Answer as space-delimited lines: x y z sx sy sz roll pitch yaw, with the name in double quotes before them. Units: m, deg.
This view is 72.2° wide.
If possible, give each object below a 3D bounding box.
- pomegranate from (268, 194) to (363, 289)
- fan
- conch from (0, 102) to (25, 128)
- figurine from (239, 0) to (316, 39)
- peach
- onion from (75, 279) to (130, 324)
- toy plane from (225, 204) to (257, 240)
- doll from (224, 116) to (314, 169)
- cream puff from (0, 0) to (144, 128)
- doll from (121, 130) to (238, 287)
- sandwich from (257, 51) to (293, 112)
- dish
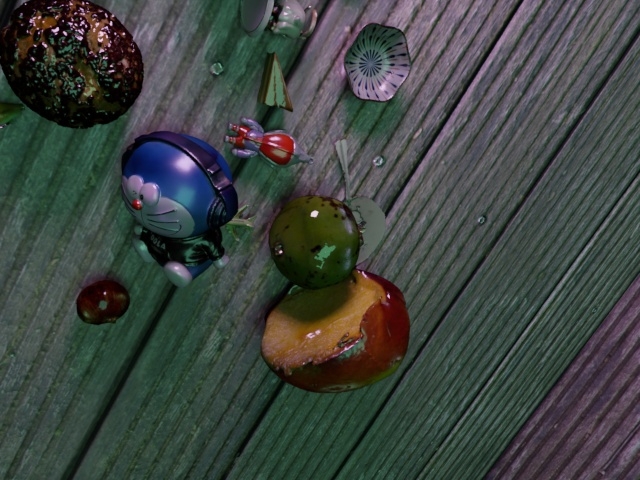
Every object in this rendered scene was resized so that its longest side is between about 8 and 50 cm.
"pomegranate" 0.000 0.000 1.151 0.271 0.254 0.254 -13 119 -23
"fan" 0.084 -0.096 1.272 0.233 0.012 0.414 -18 123 -17
"conch" -0.664 -0.234 0.798 0.201 0.094 0.079 0 144 -26
"figurine" -0.079 -0.491 0.948 0.154 0.132 0.132 -1 115 -39
"peach" 0.040 0.264 1.234 0.417 0.339 0.353 2 113 -21
"onion" -0.517 0.148 1.043 0.117 0.119 0.118 -34 125 -27
"toy plane" -0.220 -0.049 1.134 0.111 0.040 0.102 9 108 -28
"doll" -0.119 -0.228 1.073 0.228 0.075 0.102 13 98 -20
"cream puff" -0.453 -0.324 0.812 0.239 0.165 0.239 -11 121 -19
"doll" -0.310 -0.084 0.964 0.240 0.284 0.309 -50 151 -45
"sandwich" -0.094 -0.367 1.018 0.074 0.074 0.116 7 110 -26
"dish" 0.131 -0.442 1.094 0.191 0.066 0.190 -10 118 -19
